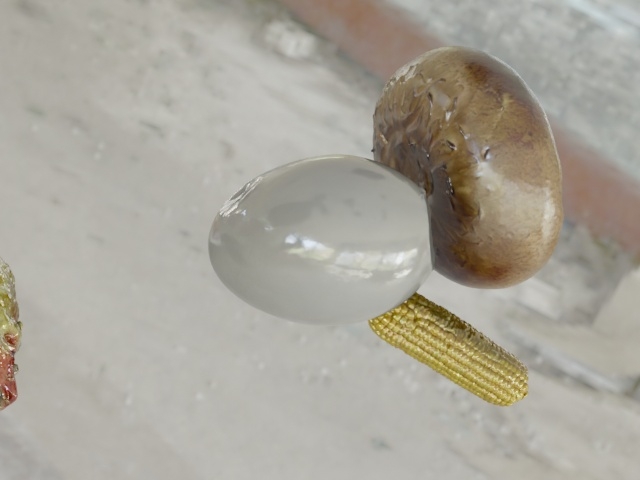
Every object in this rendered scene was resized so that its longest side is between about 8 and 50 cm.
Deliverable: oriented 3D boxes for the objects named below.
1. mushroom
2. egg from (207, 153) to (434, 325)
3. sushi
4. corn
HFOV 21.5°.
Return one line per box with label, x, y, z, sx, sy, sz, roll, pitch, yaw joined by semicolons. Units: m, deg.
mushroom;0.162;-0.078;1.898;0.163;0.278;0.297;-22;46;-15
egg;0.000;0.000;1.724;0.232;0.176;0.176;0;22;7
sushi;-0.344;0.059;1.641;0.103;0.097;0.226;-13;68;-17
corn;0.140;0.114;1.842;0.207;0.068;0.068;30;22;-11
